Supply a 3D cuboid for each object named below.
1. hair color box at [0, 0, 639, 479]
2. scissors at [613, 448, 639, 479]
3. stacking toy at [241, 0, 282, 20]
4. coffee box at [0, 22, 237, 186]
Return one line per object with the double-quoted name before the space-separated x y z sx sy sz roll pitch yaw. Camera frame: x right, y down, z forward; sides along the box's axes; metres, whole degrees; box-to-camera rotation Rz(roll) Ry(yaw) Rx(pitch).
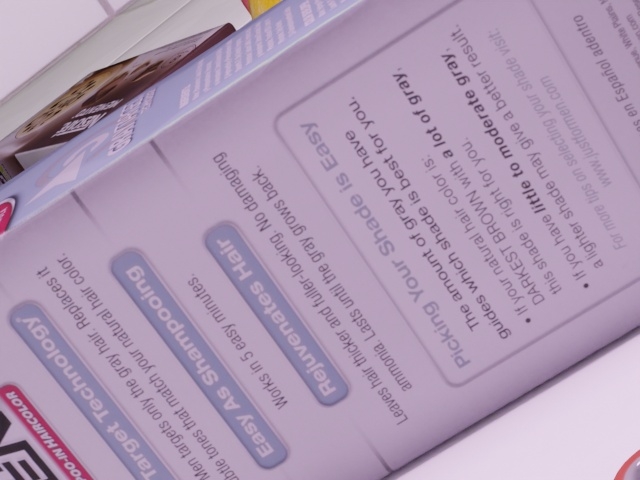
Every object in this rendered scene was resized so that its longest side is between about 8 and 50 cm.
"hair color box" 0.000 0.000 0.591 0.374 0.185 0.113 -32 19 7
"scissors" 0.145 0.112 0.326 0.109 0.021 0.297 -37 17 -13
"stacking toy" 0.049 -0.183 0.890 0.350 0.350 0.480 -26 37 26
"coffee box" -0.173 -0.080 1.186 0.168 0.119 0.297 -42 20 -25
